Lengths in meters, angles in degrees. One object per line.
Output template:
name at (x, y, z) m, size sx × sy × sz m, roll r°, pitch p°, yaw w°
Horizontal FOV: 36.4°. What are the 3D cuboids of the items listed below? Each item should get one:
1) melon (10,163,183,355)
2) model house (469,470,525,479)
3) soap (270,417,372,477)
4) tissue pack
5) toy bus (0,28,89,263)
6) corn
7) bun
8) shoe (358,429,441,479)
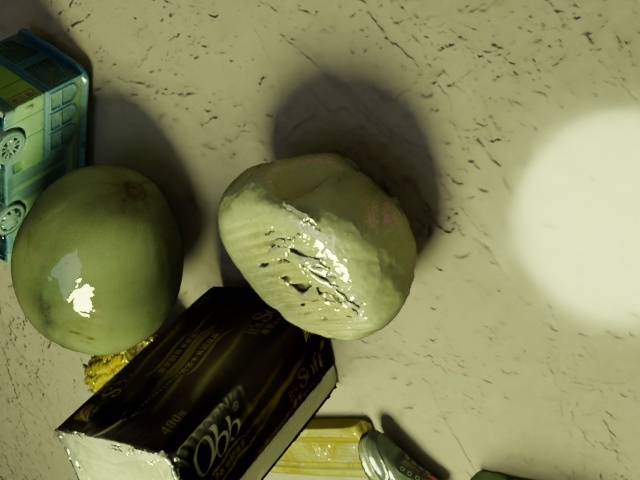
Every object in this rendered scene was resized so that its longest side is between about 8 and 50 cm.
melon at (-0.328, 0.031, 1.443) m, size 0.271 × 0.271 × 0.308 m, roll 20°, pitch 125°, yaw 29°
model house at (0.254, 0.455, 1.286) m, size 0.170 × 0.194 × 0.212 m, roll 1°, pitch 119°, yaw 38°
soap at (-0.007, 0.325, 1.536) m, size 0.252 × 0.037 × 0.092 m, roll -10°, pitch 113°, yaw 44°
tissue pack at (-0.147, 0.231, 1.348) m, size 0.209 × 0.370 × 0.198 m, roll 0°, pitch 120°, yaw 34°
toy bus at (-0.466, -0.138, 1.481) m, size 0.152 × 0.190 × 0.312 m, roll 33°, pitch 136°, yaw 18°
corn at (-0.325, 0.216, 1.649) m, size 0.115 × 0.115 × 0.318 m, roll 53°, pitch 153°, yaw -3°
bun at (0.004, 0.003, 1.202) m, size 0.272 × 0.168 × 0.273 m, roll 29°, pitch 147°, yaw 21°
shoe at (0.134, 0.346, 1.412) m, size 0.077 × 0.074 × 0.194 m, roll -28°, pitch 102°, yaw 36°
